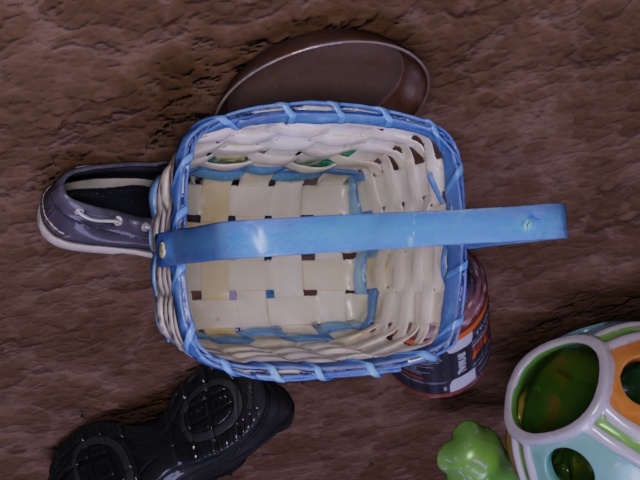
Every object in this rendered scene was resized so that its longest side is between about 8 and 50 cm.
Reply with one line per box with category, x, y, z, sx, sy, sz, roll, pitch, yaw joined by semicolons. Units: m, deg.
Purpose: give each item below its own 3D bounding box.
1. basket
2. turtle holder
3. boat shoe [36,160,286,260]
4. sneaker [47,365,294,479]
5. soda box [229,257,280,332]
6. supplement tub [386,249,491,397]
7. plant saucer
basket;0.000;0.000;1.300;0.254;0.201;0.289;-1;-179;-27
turtle holder;0.294;0.191;1.924;0.227;0.243;0.320;30;171;-35
boat shoe;-0.116;-0.027;1.428;0.206;0.075;0.065;0;153;-18
sneaker;-0.148;0.219;1.848;0.286;0.109;0.130;-25;157;23
soda box;-0.065;0.054;1.622;0.063;0.058;0.183;-13;153;-4
supplement tub;0.103;0.064;1.676;0.106;0.106;0.198;-15;153;0
plant saucer;-0.002;-0.110;1.377;0.168;0.029;0.168;-13;153;-6
